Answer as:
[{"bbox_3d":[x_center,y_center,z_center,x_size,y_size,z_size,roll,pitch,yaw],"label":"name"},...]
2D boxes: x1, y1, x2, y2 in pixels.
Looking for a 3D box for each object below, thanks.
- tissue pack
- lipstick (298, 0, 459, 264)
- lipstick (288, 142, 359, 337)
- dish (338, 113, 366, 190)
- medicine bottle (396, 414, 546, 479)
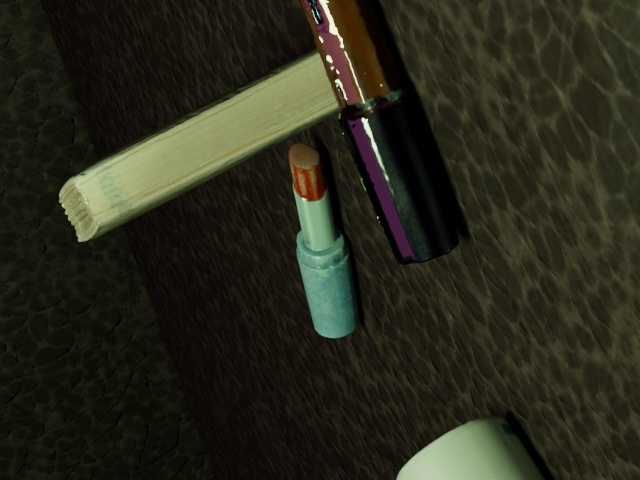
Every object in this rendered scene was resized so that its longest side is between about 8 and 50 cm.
[{"bbox_3d":[-0.104,-0.104,1.696,0.071,0.325,0.170,63,166,-4],"label":"tissue pack"},{"bbox_3d":[0.032,-0.177,1.605,0.418,0.077,0.077,69,164,-10],"label":"lipstick"},{"bbox_3d":[0.000,0.000,2.001,0.068,0.061,0.274,51,159,46],"label":"lipstick"},{"bbox_3d":[0.065,-0.076,1.718,0.137,0.039,0.091,64,169,5],"label":"dish"},{"bbox_3d":[0.191,0.308,1.710,0.237,0.139,0.139,57,162,22],"label":"medicine bottle"}]
